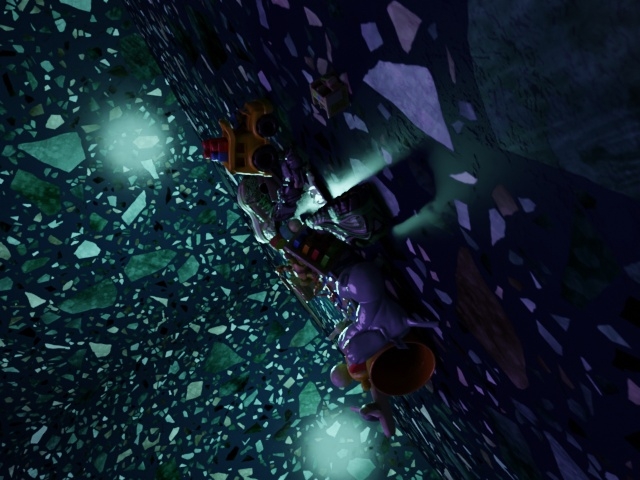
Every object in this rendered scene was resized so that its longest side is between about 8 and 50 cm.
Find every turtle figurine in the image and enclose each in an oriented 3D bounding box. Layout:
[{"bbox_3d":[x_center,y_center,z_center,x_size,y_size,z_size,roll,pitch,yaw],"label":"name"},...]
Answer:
[{"bbox_3d":[-0.063,0.093,1.782,0.269,0.087,0.217,16,139,39],"label":"turtle figurine"}]

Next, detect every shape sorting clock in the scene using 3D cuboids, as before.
[{"bbox_3d":[0.053,0.173,1.626,0.206,0.040,0.206,52,167,18],"label":"shape sorting clock"}]

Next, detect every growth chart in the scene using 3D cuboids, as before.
[{"bbox_3d":[-0.007,-0.137,1.593,0.237,0.021,0.172,59,169,-16],"label":"growth chart"}]

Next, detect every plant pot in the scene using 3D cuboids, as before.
[{"bbox_3d":[0.230,0.341,1.566,0.205,0.205,0.188,62,-177,-27],"label":"plant pot"}]

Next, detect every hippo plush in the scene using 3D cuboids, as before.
[{"bbox_3d":[0.120,0.188,1.406,0.237,0.234,0.294,59,165,-6],"label":"hippo plush"}]

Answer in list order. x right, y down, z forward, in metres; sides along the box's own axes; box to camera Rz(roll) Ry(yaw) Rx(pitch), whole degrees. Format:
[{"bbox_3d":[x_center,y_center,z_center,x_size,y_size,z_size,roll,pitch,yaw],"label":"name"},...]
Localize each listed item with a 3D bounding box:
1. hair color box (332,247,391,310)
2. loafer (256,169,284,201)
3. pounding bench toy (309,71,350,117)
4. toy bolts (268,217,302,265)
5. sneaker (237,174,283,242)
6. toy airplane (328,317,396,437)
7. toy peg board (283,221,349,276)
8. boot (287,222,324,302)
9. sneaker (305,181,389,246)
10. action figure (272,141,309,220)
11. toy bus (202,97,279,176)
[{"bbox_3d":[0.089,0.120,1.699,0.347,0.105,0.174,51,167,22],"label":"hair color box"},{"bbox_3d":[-0.220,-0.242,2.018,0.251,0.087,0.094,47,166,38],"label":"loafer"},{"bbox_3d":[0.014,-0.296,0.975,0.065,0.052,0.083,50,167,31],"label":"pounding bench toy"},{"bbox_3d":[-0.078,0.009,2.152,0.228,0.158,0.218,46,-151,1],"label":"toy bolts"},{"bbox_3d":[-0.257,-0.153,2.435,0.181,0.158,0.411,8,138,32],"label":"sneaker"},{"bbox_3d":[0.171,0.470,1.863,0.386,0.272,0.385,-94,-18,-72],"label":"toy airplane"},{"bbox_3d":[0.000,0.000,1.568,0.160,0.161,0.079,35,142,7],"label":"toy peg board"},{"bbox_3d":[-0.052,0.084,1.931,0.262,0.203,0.095,55,170,-1],"label":"boot"},{"bbox_3d":[0.064,-0.040,1.285,0.146,0.134,0.343,57,168,-7],"label":"sneaker"},{"bbox_3d":[-0.099,-0.177,1.558,0.285,0.099,0.186,104,160,-59],"label":"action figure"},{"bbox_3d":[-0.241,-0.304,1.490,0.149,0.211,0.221,-129,39,-56],"label":"toy bus"}]
